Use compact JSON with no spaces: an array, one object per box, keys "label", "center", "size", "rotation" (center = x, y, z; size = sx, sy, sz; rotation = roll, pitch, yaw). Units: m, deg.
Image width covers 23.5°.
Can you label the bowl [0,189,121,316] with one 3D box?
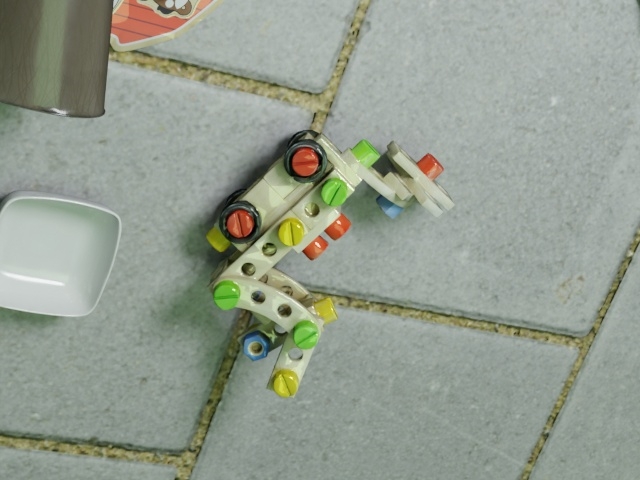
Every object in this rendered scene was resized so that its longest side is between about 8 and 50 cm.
[{"label":"bowl","center":[-0.302,0.008,1.695],"size":[0.142,0.053,0.142],"rotation":[10,114,-26]}]

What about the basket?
[{"label":"basket","center":[-0.278,-0.258,1.492],"size":[0.154,0.204,0.227],"rotation":[-12,121,-61]}]

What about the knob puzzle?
[{"label":"knob puzzle","center":[-0.178,-0.282,1.595],"size":[0.213,0.030,0.213],"rotation":[-10,120,-17]}]

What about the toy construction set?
[{"label":"toy construction set","center":[0.000,0.000,1.752],"size":[0.328,0.151,0.215],"rotation":[-45,100,-2]}]
